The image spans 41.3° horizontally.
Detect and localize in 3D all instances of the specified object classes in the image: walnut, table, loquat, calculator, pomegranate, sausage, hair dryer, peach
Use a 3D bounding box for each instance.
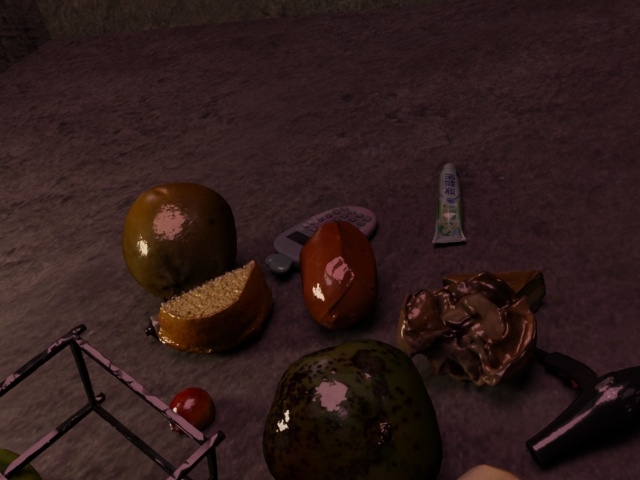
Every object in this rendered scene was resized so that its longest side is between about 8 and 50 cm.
[{"bbox_3d":[0.259,0.162,1.506,0.238,0.141,0.204,21,54,12],"label":"walnut"},{"bbox_3d":[-0.357,0.355,1.325,0.335,0.222,0.272,32,52,26],"label":"table"},{"bbox_3d":[-0.313,0.010,1.872,0.276,0.276,0.284,-13,32,4],"label":"loquat"},{"bbox_3d":[0.000,0.000,1.964,0.299,0.041,0.185,-32,35,-27],"label":"calculator"},{"bbox_3d":[0.029,0.300,1.334,0.285,0.285,0.340,-30,2,-21],"label":"pomegranate"},{"bbox_3d":[0.039,0.069,1.735,0.141,0.153,0.268,-50,22,25],"label":"sausage"},{"bbox_3d":[0.402,0.251,1.408,0.235,0.091,0.272,-31,22,-5],"label":"hair dryer"},{"bbox_3d":[-0.245,0.310,1.577,0.098,0.061,0.098,-5,33,3],"label":"peach"}]

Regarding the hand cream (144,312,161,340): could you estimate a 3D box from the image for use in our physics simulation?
[{"bbox_3d":[-0.290,0.165,1.833,0.186,0.054,0.087,-20,27,-19],"label":"hand cream"}]

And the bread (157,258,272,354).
[{"bbox_3d":[-0.201,0.155,1.736,0.260,0.129,0.134,-27,41,-16],"label":"bread"}]

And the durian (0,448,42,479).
[{"bbox_3d":[-0.564,0.436,1.480,0.139,0.101,0.250,-39,45,-27],"label":"durian"}]

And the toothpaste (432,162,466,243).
[{"bbox_3d":[0.299,-0.086,1.968,0.074,0.048,0.297,-4,38,12],"label":"toothpaste"}]

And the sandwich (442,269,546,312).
[{"bbox_3d":[0.335,0.095,1.643,0.113,0.079,0.163,-35,35,-31],"label":"sandwich"}]

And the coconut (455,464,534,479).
[{"bbox_3d":[0.226,0.409,1.073,0.244,0.239,0.239,-34,36,-17],"label":"coconut"}]
